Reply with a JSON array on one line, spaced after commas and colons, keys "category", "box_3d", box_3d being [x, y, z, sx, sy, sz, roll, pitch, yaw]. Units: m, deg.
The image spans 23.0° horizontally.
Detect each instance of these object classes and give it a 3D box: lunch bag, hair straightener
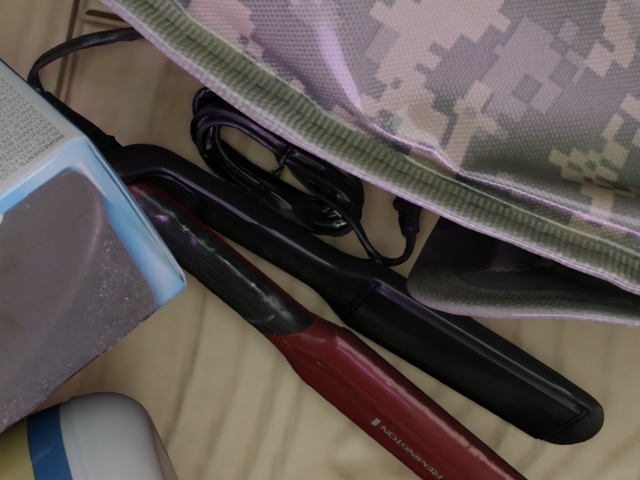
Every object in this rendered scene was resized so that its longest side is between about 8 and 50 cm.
[{"category": "lunch bag", "box_3d": [0.062, -0.082, 0.428, 0.287, 0.235, 0.169, 37, 105, 1]}, {"category": "hair straightener", "box_3d": [0.000, 0.000, 0.534, 0.230, 0.047, 0.089, 36, 62, 5]}]

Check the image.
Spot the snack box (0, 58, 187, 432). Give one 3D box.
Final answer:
[{"category": "snack box", "box_3d": [-0.211, 0.056, 0.428, 0.322, 0.187, 0.060, -38, 127, -10]}]

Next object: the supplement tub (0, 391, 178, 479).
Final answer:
[{"category": "supplement tub", "box_3d": [-0.122, 0.142, 0.453, 0.199, 0.144, 0.144, -22, 87, -6]}]
